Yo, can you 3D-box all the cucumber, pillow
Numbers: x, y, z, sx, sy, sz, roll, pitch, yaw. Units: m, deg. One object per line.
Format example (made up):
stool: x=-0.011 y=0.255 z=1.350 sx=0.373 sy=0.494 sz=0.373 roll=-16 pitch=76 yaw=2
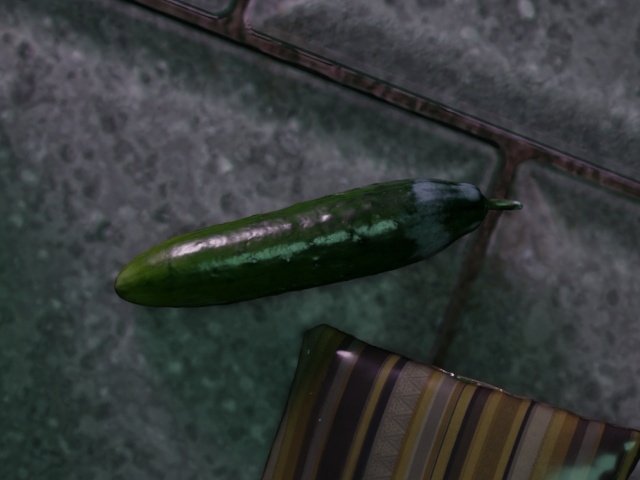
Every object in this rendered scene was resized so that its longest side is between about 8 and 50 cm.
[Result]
cucumber: x=0.000 y=0.000 z=0.900 sx=0.250 sy=0.056 sz=0.056 roll=-14 pitch=86 yaw=-5
pillow: x=0.054 y=0.174 z=0.866 sx=0.212 sy=0.052 sz=0.208 roll=17 pitch=83 yaw=19
